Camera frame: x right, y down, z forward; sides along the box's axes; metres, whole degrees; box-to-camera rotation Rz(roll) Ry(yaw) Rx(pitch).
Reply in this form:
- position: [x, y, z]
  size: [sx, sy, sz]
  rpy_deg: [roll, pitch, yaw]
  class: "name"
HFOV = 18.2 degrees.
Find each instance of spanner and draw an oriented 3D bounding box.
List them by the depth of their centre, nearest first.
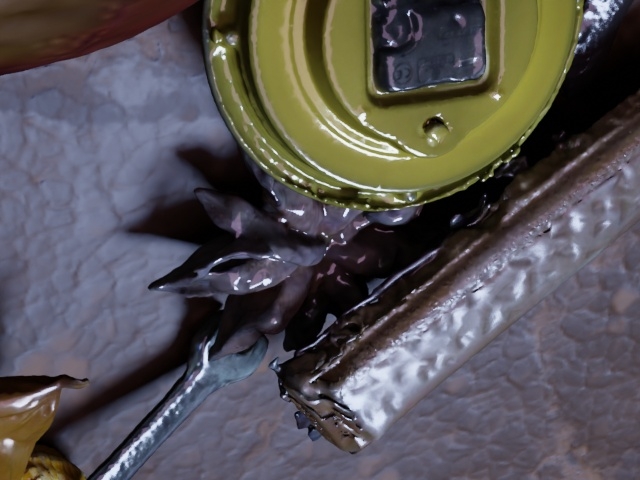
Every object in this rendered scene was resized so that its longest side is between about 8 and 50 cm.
- position: [-0.128, 0.143, 1.240]
  size: [0.254, 0.015, 0.054]
  rpy_deg: [-47, 131, -7]
  class: "spanner"

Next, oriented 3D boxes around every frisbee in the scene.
- position: [0.194, -0.163, 1.199]
  size: [0.211, 0.012, 0.187]
  rpy_deg: [15, 117, -31]
  class: "frisbee"

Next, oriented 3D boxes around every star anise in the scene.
- position: [0.000, 0.000, 1.204]
  size: [0.182, 0.065, 0.195]
  rpy_deg: [13, 110, -35]
  class: "star anise"

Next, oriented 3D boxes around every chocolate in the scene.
- position: [0.116, 0.012, 1.215]
  size: [0.329, 0.065, 0.102]
  rpy_deg: [-40, 146, -4]
  class: "chocolate"

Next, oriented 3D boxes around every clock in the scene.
- position: [0.051, -0.121, 1.113]
  size: [0.237, 0.057, 0.237]
  rpy_deg: [-7, 110, -20]
  class: "clock"

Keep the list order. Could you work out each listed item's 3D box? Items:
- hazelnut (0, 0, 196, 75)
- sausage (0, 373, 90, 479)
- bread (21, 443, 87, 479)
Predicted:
- position: [-0.121, -0.271, 0.803]
  size: [0.421, 0.353, 0.421]
  rpy_deg: [-33, 133, -44]
  class: "hazelnut"
- position: [-0.268, 0.170, 1.189]
  size: [0.328, 0.112, 0.112]
  rpy_deg: [-42, 128, 10]
  class: "sausage"
- position: [-0.194, 0.177, 1.264]
  size: [0.111, 0.044, 0.083]
  rpy_deg: [-39, 131, 9]
  class: "bread"
